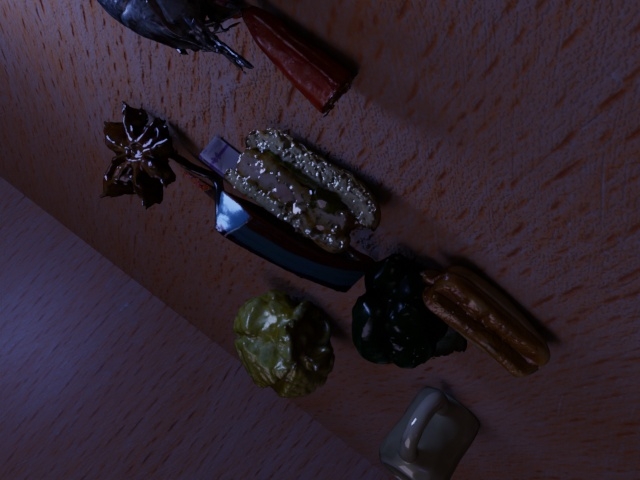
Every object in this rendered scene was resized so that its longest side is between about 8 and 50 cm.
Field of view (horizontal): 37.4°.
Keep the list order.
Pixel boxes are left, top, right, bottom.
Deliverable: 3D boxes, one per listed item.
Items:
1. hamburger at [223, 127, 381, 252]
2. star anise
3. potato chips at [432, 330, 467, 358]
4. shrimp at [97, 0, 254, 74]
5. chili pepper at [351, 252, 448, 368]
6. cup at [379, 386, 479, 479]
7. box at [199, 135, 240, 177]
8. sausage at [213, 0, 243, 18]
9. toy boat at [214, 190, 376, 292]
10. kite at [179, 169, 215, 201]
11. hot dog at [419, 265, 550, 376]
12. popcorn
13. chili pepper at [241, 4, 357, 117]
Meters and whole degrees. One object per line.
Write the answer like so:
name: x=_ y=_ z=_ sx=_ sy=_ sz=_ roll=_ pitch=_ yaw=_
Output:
hamburger: x=-0.012 y=-0.076 z=1.498 sx=0.262 sy=0.124 sz=0.131 roll=36 pitch=-172 yaw=23
star anise: x=-0.321 y=-0.135 z=1.867 sx=0.346 sy=0.148 sz=0.237 roll=36 pitch=120 yaw=9
potato chips: x=0.190 y=0.192 z=1.758 sx=0.209 sy=0.142 sz=0.026 roll=-7 pitch=103 yaw=40
shrimp: x=-0.200 y=-0.330 z=1.171 sx=0.372 sy=0.137 sz=0.172 roll=29 pitch=156 yaw=28
chili pepper: x=0.140 y=0.136 z=1.643 sx=0.165 sy=0.174 sz=0.261 roll=6 pitch=152 yaw=13
cup: x=0.254 y=0.455 z=2.142 sx=0.173 sy=0.202 sz=0.255 roll=37 pitch=162 yaw=3
box: x=-0.161 y=-0.136 z=1.720 sx=0.117 sy=0.051 sz=0.036 roll=37 pitch=170 yaw=-1
sausage: x=-0.172 y=-0.337 z=1.282 sx=0.198 sy=0.025 sz=0.028 roll=27 pitch=128 yaw=28
toy boat: x=-0.031 y=0.013 z=1.576 sx=0.136 sy=0.079 sz=0.392 roll=40 pitch=-172 yaw=37
kite: x=-0.203 y=-0.077 z=2.019 sx=0.222 sy=0.008 sz=0.125 roll=29 pitch=161 yaw=24
hot dog: x=0.261 y=0.118 z=1.501 sx=0.249 sy=0.076 sz=0.102 roll=38 pitch=125 yaw=-8
popcorn: x=-0.082 y=0.249 z=2.259 sx=0.270 sy=0.224 sz=0.258 roll=35 pitch=156 yaw=28
chili pepper: x=-0.037 y=-0.240 z=1.210 sx=0.169 sy=0.065 sz=0.088 roll=42 pitch=161 yaw=0
